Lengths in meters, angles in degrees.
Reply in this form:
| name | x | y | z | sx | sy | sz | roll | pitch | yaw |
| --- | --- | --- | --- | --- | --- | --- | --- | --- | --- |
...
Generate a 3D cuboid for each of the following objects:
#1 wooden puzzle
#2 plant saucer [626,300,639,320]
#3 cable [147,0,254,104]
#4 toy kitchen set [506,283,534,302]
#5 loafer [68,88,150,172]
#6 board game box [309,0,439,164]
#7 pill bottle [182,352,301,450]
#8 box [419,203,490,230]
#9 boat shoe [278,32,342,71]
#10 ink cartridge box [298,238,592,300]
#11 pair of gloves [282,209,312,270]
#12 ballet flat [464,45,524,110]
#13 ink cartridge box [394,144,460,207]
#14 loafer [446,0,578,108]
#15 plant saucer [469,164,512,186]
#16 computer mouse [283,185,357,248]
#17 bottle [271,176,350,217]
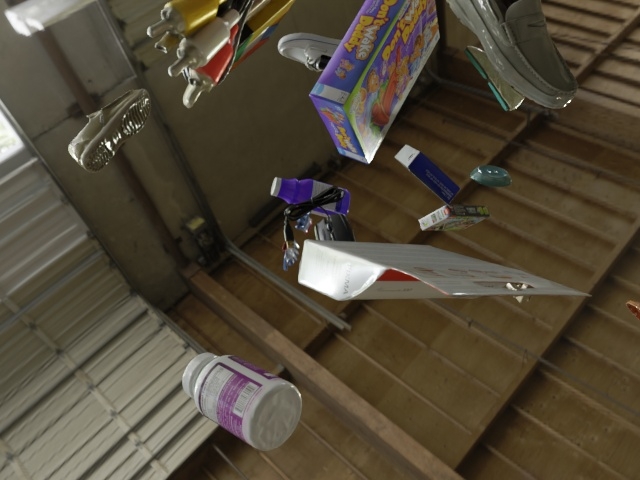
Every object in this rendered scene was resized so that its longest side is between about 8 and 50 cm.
| name | x | y | z | sx | sy | sz | roll | pitch | yaw |
| --- | --- | --- | --- | --- | --- | --- | --- | --- | --- |
| wooden puzzle | -0.113 | -0.315 | 0.877 | 0.238 | 0.044 | 0.221 | -53 | -166 | -18 |
| plant saucer | 0.556 | 0.131 | 0.966 | 0.013 | 0.083 | 0.083 | -45 | -132 | 5 |
| cable | -0.082 | -0.275 | 0.650 | 0.072 | 0.139 | 0.287 | 31 | -109 | 23 |
| toy kitchen set | 0.566 | 0.126 | 1.642 | 0.068 | 0.083 | 0.075 | -7 | -139 | -19 |
| loafer | -0.517 | -0.285 | 1.401 | 0.092 | 0.102 | 0.268 | 23 | -123 | 11 |
| board game box | 0.124 | -0.363 | 1.173 | 0.078 | 0.233 | 0.347 | 25 | -100 | 23 |
| pill bottle | -0.206 | 0.387 | 1.429 | 0.301 | 0.169 | 0.169 | 15 | -127 | 40 |
| box | 0.404 | -0.068 | 1.713 | 0.114 | 0.207 | 0.036 | -32 | -112 | 44 |
| boat shoe | -0.006 | -0.559 | 1.743 | 0.267 | 0.096 | 0.088 | 12 | -111 | 5 |
| ink cartridge box | 0.188 | 0.077 | 0.960 | 0.308 | 0.091 | 0.385 | 3 | -171 | -32 |
| pair of gloves | -0.061 | -0.012 | 1.590 | 0.023 | 0.159 | 0.198 | 20 | -105 | 11 |
| ballet flat | 0.367 | -0.349 | 1.195 | 0.052 | 0.168 | 0.057 | -37 | -165 | 15 |
| ink cartridge box | 0.315 | -0.198 | 1.688 | 0.065 | 0.165 | 0.332 | -47 | -170 | 12 |
| loafer | 0.335 | -0.368 | 0.982 | 0.112 | 0.111 | 0.319 | -28 | -103 | -32 |
| plant saucer | 0.487 | -0.188 | 1.629 | 0.119 | 0.021 | 0.119 | 3 | -149 | -2 |
| computer mouse | 0.000 | 0.000 | 1.417 | 0.184 | 0.060 | 0.262 | -20 | -107 | 12 |
| bottle | -0.036 | -0.160 | 2.067 | 0.283 | 0.092 | 0.118 | 13 | -110 | -15 |
